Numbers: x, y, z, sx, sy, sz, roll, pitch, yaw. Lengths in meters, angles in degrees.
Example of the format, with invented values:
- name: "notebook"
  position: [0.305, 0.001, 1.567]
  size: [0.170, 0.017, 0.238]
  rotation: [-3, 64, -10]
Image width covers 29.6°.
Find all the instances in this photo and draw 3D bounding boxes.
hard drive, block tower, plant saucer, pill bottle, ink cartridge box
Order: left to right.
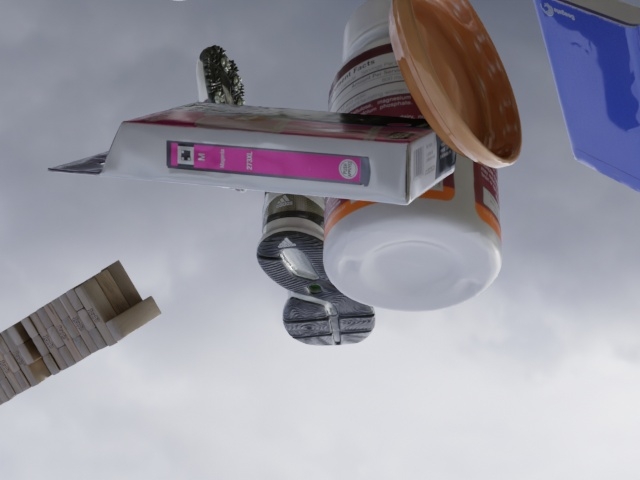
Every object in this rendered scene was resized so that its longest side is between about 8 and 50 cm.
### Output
- name: "block tower"
  position: [-0.372, 0.136, 1.664]
  size: [0.335, 0.097, 0.091]
  rotation: [-27, -174, 34]
- name: "ink cartridge box"
  position: [-0.065, -0.092, 1.196]
  size: [0.371, 0.069, 0.176]
  rotation: [4, -166, 19]
- name: "pill bottle"
  position: [0.118, -0.125, 1.588]
  size: [0.224, 0.224, 0.392]
  rotation: [4, -124, -2]
- name: "plant saucer"
  position: [0.118, -0.153, 1.085]
  size: [0.037, 0.200, 0.200]
  rotation: [-24, -169, 27]
- name: "hard drive"
  position: [0.417, -0.213, 1.753]
  size: [0.040, 0.319, 0.210]
  rotation: [-36, -140, -15]

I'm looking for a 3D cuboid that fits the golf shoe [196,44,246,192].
- name: "golf shoe"
  position: [-0.192, -0.210, 2.138]
  size: [0.120, 0.273, 0.105]
  rotation: [5, -149, 27]

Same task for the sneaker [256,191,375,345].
- name: "sneaker"
  position: [0.001, 0.000, 2.121]
  size: [0.169, 0.447, 0.257]
  rotation: [-5, -121, 10]
